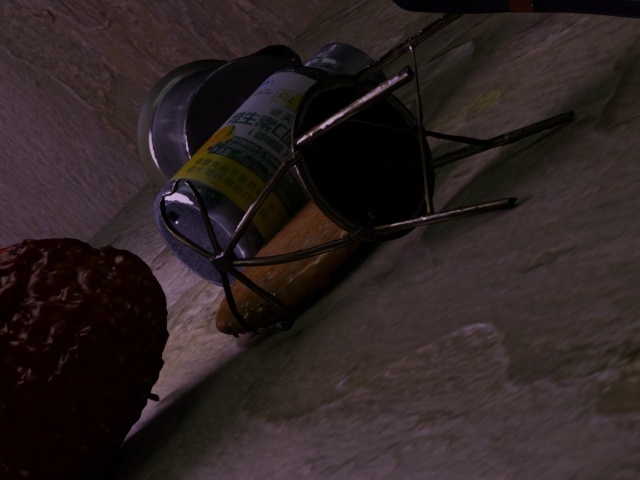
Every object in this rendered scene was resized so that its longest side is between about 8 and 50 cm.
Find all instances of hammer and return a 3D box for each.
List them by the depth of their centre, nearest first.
[{"bbox_3d":[0.177,-0.174,1.186,0.290,0.037,0.137,7,42,29],"label":"hammer"}]

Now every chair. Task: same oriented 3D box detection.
[{"bbox_3d":[0.030,-0.063,1.357,0.326,0.160,0.170,-27,17,48],"label":"chair"}]

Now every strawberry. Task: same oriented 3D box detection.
[{"bbox_3d":[-0.290,0.158,1.513,0.343,0.292,0.292,-20,7,-10],"label":"strawberry"}]

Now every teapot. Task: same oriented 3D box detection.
[{"bbox_3d":[-0.112,-0.104,2.020,0.270,0.200,0.337,-69,15,-3],"label":"teapot"}]

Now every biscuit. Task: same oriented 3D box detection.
[{"bbox_3d":[0.000,0.000,1.553,0.254,0.035,0.254,-42,11,10],"label":"biscuit"}]

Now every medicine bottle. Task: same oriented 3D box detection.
[{"bbox_3d":[-0.041,-0.090,1.770,0.293,0.141,0.141,-49,12,-32],"label":"medicine bottle"}]
